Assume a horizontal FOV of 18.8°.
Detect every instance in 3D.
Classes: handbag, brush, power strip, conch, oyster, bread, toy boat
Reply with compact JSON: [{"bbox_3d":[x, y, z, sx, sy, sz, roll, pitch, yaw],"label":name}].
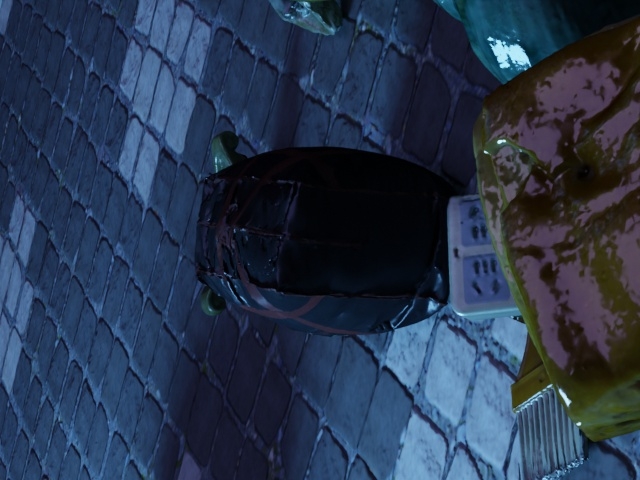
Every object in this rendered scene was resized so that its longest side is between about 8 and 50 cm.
[{"bbox_3d":[0.000,0.000,1.588,0.215,0.169,0.155,-177,95,-67],"label":"handbag"},{"bbox_3d":[0.159,0.026,1.400,0.090,0.017,0.314,-43,42,52],"label":"brush"},{"bbox_3d":[0.166,0.003,1.231,0.192,0.035,0.081,-7,76,28],"label":"power strip"},{"bbox_3d":[0.136,-0.201,1.389,0.202,0.134,0.196,-143,67,-65],"label":"conch"},{"bbox_3d":[-0.027,-0.330,1.903,0.252,0.087,0.199,-114,29,-65],"label":"oyster"},{"bbox_3d":[0.191,-0.017,1.124,0.210,0.099,0.235,-26,66,34],"label":"bread"},{"bbox_3d":[-0.078,-0.014,1.913,0.089,0.071,0.185,157,120,-63],"label":"toy boat"}]

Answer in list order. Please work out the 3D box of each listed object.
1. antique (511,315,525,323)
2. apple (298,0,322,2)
[{"bbox_3d":[0.151,0.011,1.315,0.104,0.104,0.104,-170,90,-68],"label":"antique"},{"bbox_3d":[0.000,-0.298,1.701,0.200,0.200,0.200,-170,90,-68],"label":"apple"}]
